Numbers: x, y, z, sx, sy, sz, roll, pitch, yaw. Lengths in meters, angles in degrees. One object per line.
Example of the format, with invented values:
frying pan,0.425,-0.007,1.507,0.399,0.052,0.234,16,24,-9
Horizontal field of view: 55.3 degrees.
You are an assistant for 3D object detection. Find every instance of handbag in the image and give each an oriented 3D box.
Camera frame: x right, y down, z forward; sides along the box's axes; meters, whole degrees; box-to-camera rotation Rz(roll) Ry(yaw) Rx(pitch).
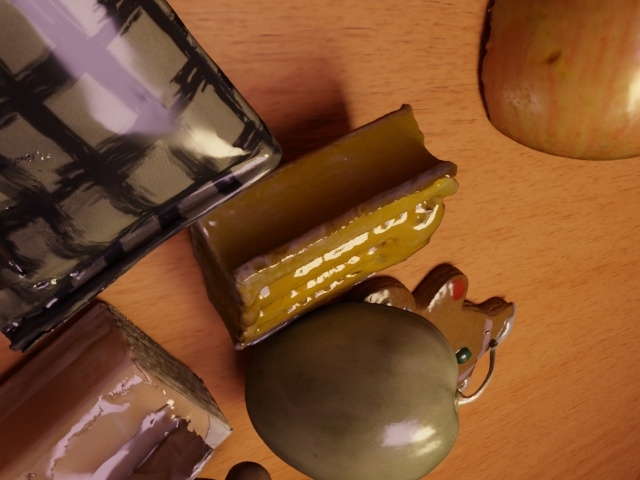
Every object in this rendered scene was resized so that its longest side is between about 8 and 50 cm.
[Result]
handbag,-0.248,-0.100,0.511,0.327,0.162,0.325,-39,131,2

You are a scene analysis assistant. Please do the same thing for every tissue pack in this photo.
tissue pack,-0.269,0.267,0.684,0.305,0.238,0.238,-41,134,-7

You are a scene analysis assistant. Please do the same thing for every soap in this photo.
soap,0.000,0.000,0.736,0.281,0.143,0.259,-30,160,-20

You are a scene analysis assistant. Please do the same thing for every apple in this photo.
apple,0.391,-0.247,0.858,0.252,0.314,0.309,-63,156,-51

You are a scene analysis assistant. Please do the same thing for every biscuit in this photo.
biscuit,0.184,0.180,1.074,0.432,0.064,0.283,27,100,-44

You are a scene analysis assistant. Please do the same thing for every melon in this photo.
melon,0.050,0.208,0.835,0.272,0.308,0.272,-13,106,-50

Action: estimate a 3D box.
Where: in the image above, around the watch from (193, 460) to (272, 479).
watch,-0.171,0.536,0.851,0.314,0.335,0.327,-17,133,-27
